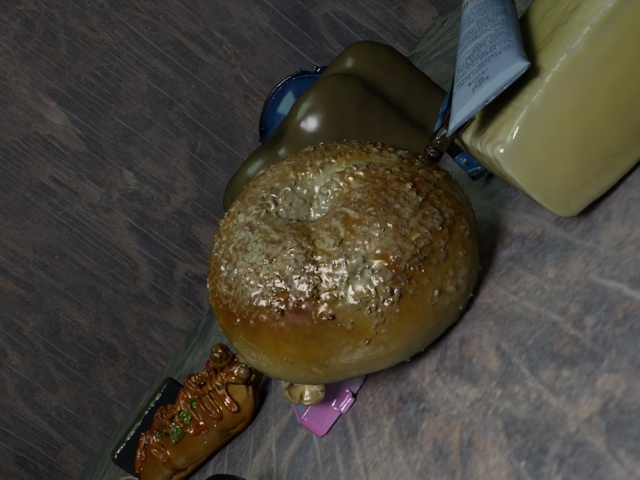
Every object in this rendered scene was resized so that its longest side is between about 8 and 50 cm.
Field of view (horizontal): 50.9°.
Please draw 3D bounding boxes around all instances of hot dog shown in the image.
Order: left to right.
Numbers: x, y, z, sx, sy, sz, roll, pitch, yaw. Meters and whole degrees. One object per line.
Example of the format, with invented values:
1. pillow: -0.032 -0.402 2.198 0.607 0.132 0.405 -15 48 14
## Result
1. hot dog: -0.225 0.312 1.177 0.349 0.117 0.158 -46 21 35

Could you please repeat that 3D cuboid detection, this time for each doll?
1. doll: 0.004 -0.263 1.624 0.284 0.310 0.240 -50 12 17

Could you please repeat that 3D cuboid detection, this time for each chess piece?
1. chess piece: -0.011 0.134 0.785 0.066 0.066 0.122 -48 16 26

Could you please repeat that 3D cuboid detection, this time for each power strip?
1. power strip: 0.000 0.168 0.897 0.109 0.037 0.279 -54 10 -2

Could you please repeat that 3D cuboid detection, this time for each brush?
1. brush: -0.314 0.386 1.344 0.197 0.123 0.059 -56 13 -17

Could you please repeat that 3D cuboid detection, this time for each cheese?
1. cheese: 0.247 -0.162 0.661 0.242 0.124 0.265 -57 9 13

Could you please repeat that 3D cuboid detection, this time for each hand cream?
1. hand cream: 0.163 -0.190 0.662 0.091 0.058 0.271 -38 21 33

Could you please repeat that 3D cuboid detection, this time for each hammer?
1. hammer: 0.145 -0.151 0.723 0.065 0.021 0.178 -54 8 42

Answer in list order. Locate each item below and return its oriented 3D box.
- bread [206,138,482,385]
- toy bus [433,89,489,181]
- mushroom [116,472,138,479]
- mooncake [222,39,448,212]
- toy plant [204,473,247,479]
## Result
1. bread: 0.014 0.005 0.722 0.305 0.159 0.306 -15 45 16
2. toy bus: 0.218 -0.174 0.896 0.090 0.106 0.185 -40 15 43
3. mushroom: -0.420 0.551 1.391 0.116 0.093 0.225 -32 -4 -13
4. mooncake: 0.027 -0.161 1.301 0.467 0.262 0.467 -50 8 9
5. toy plant: -0.120 0.335 0.710 0.093 0.092 0.162 -44 16 42
